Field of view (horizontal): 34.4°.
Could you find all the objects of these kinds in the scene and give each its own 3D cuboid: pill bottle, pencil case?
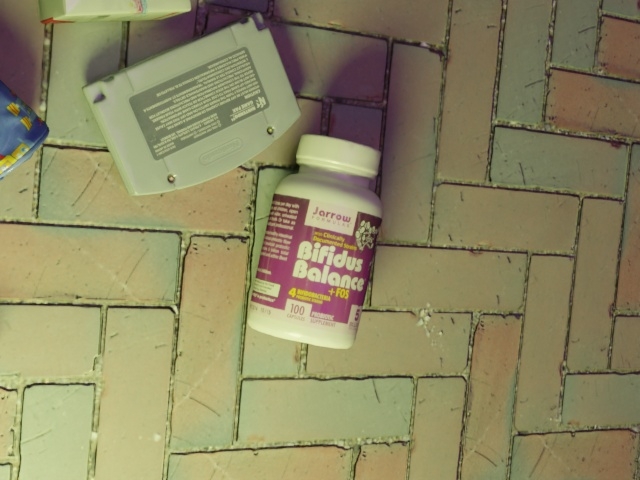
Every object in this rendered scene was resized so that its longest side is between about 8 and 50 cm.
[{"bbox_3d":[0.000,0.000,1.557,0.169,0.169,0.301,12,89,-30],"label":"pill bottle"},{"bbox_3d":[-0.487,-0.198,1.291,0.306,0.119,0.133,46,62,-25],"label":"pencil case"}]

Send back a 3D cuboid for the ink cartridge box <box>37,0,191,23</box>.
[{"bbox_3d":[-0.280,-0.361,1.386,0.176,0.128,0.127,-8,99,-29],"label":"ink cartridge box"}]

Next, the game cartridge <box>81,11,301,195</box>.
[{"bbox_3d":[-0.177,-0.189,1.506,0.294,0.060,0.196,-28,104,-24],"label":"game cartridge"}]
